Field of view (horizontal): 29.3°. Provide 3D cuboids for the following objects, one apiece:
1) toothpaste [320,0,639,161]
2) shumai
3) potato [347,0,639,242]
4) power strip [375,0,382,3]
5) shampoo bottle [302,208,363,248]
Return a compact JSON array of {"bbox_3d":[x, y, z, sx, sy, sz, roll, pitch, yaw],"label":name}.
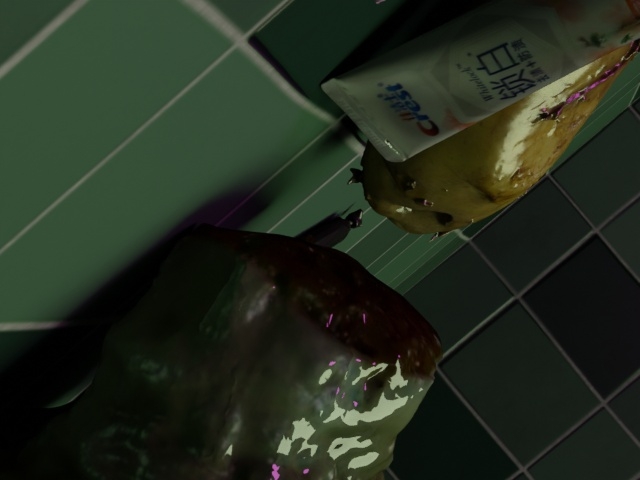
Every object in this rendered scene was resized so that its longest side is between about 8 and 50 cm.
[{"bbox_3d":[0.158,-0.146,0.831,0.323,0.066,0.100,-25,134,25],"label":"toothpaste"},{"bbox_3d":[-0.067,0.149,1.011,0.324,0.397,0.323,-17,129,-80],"label":"shumai"},{"bbox_3d":[0.141,-0.114,0.982,0.300,0.140,0.173,-50,172,32],"label":"potato"},{"bbox_3d":[0.126,-0.226,0.683,0.279,0.037,0.109,-36,171,-24],"label":"power strip"},{"bbox_3d":[0.000,0.000,1.348,0.137,0.027,0.048,-31,170,-47],"label":"shampoo bottle"}]
